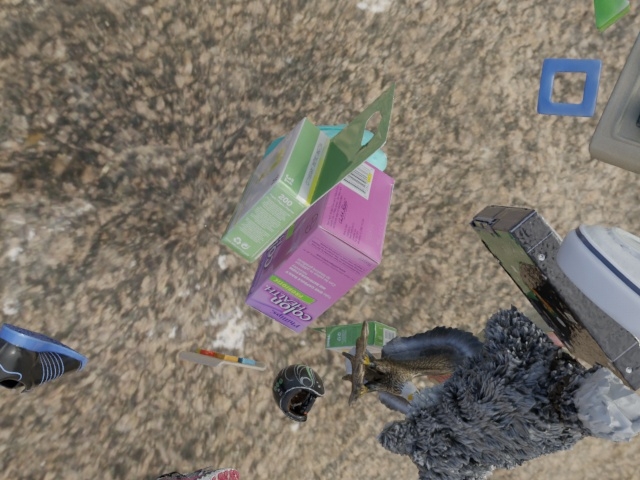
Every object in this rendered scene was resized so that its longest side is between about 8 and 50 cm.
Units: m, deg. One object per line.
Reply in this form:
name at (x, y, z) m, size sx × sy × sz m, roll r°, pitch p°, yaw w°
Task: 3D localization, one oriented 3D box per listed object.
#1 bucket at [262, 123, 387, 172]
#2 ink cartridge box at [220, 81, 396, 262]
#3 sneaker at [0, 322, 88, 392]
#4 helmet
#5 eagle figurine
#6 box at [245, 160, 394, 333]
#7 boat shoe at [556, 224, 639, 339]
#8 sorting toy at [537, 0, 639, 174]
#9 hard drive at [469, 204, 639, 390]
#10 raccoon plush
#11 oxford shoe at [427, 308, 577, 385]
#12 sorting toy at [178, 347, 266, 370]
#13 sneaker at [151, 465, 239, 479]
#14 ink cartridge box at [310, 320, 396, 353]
bucket at (0.002, -0.123, 1.403) m, size 0.183 × 0.281 × 0.282 m, roll -12°, pitch 94°, yaw -38°
ink cartridge box at (-0.014, -0.097, 0.751) m, size 0.056 × 0.171 × 0.235 m, roll 37°, pitch 124°, yaw -16°
sneaker at (-0.468, 0.202, 1.018) m, size 0.081 × 0.232 × 0.091 m, roll 23°, pitch 75°, yaw 16°
helmet at (-0.069, 0.470, 1.958) m, size 0.169 × 0.161 × 0.170 m, roll -2°, pitch 110°, yaw -7°
eagle figurine at (0.206, 0.317, 1.412) m, size 0.298 × 0.226 × 0.225 m, roll 8°, pitch 47°, yaw -18°
box at (0.000, 0.000, 1.072) m, size 0.117 × 0.243 × 0.214 m, roll 31°, pitch 43°, yaw -14°
boat shoe at (0.392, 0.054, 0.509) m, size 0.367 × 0.135 × 0.157 m, roll 33°, pitch 118°, yaw 19°
sorting toy at (0.395, -0.146, 0.623) m, size 0.347 × 0.047 × 0.196 m, roll 25°, pitch 107°, yaw 23°
hard drive at (0.411, 0.085, 1.087) m, size 0.064 × 0.237 × 0.339 m, roll -40°, pitch 95°, yaw 1°
raccoon plush at (0.222, 0.252, 0.868) m, size 0.299 × 0.446 × 0.216 m, roll -40°, pitch 71°, yaw 1°
oxford shoe at (0.431, 0.265, 1.505) m, size 0.140 × 0.396 × 0.147 m, roll 38°, pitch 44°, yaw -29°
sorting toy at (-0.297, 0.362, 1.908) m, size 0.208 × 0.192 × 0.038 m, roll 18°, pitch 78°, yaw -49°
sneaker at (-0.296, 0.557, 1.388) m, size 0.299 × 0.111 × 0.121 m, roll 18°, pitch 86°, yaw -54°
ink cartridge box at (0.083, 0.258, 1.619) m, size 0.109 × 0.209 × 0.062 m, roll 25°, pitch 61°, yaw -48°
